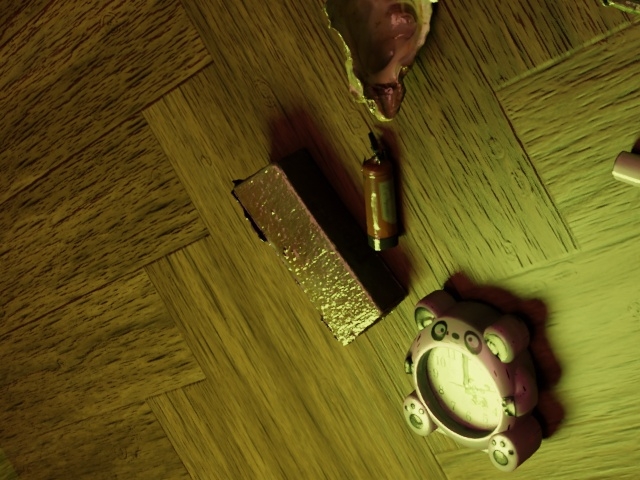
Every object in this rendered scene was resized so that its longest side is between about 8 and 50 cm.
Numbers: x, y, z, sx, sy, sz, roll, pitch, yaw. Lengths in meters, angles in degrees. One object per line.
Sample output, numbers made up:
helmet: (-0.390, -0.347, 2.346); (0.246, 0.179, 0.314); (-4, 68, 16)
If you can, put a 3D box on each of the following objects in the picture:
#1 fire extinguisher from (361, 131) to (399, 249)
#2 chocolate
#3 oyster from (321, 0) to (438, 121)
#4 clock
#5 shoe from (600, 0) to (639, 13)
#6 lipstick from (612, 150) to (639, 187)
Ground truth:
fire extinguisher: (0.088, -0.073, 2.087); (0.062, 0.050, 0.177); (-112, 14, -61)
chocolate: (0.000, 0.000, 2.186); (0.321, 0.112, 0.112); (54, 133, 4)
oyster: (0.079, -0.285, 1.899); (0.107, 0.161, 0.233); (-103, 7, -60)
clock: (0.230, 0.208, 2.098); (0.227, 0.090, 0.248); (19, 126, 38)
shoe: (0.352, -0.322, 1.516); (0.262, 0.128, 0.140); (21, 116, 42)
lipstick: (0.435, -0.074, 1.726); (0.141, 0.040, 0.040); (23, 130, 34)
